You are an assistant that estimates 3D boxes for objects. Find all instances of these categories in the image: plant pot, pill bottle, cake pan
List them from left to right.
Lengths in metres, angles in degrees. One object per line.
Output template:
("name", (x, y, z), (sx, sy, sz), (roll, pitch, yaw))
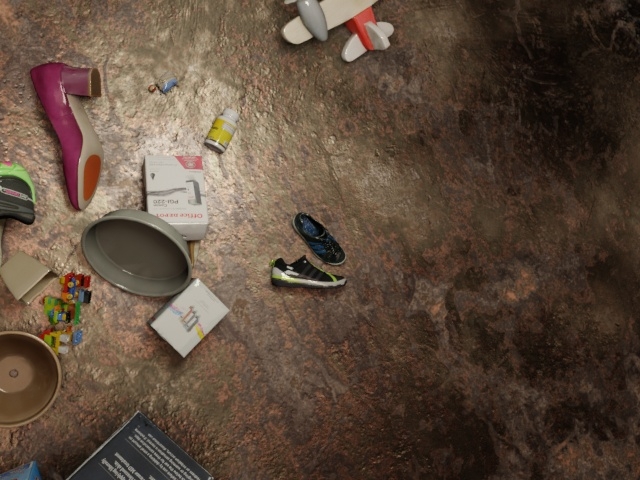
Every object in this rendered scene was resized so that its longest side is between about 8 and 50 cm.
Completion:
("plant pot", (-0.770, 0.340, 1.739), (0.237, 0.109, 0.238), (1, 86, -18))
("plant pot", (-0.748, 0.089, 1.765), (0.096, 0.109, 0.109), (43, 75, 1))
("cake pan", (-0.464, 0.031, 1.789), (0.293, 0.293, 0.054), (30, 43, -15))
("pill bottle", (-0.274, -0.310, 1.958), (0.065, 0.065, 0.116), (29, 78, -15))

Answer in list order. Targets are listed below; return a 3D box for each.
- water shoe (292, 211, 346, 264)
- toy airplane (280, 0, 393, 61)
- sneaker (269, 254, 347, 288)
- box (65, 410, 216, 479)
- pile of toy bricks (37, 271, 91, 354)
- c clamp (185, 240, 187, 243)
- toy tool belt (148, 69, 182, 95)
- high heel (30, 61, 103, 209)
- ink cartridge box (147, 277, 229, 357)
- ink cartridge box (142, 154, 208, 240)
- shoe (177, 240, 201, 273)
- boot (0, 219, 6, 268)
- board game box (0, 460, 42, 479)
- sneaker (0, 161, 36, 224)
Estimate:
("water shoe", (0.000, 0.000, 2.027), (0.203, 0.080, 0.073), (42, 76, -12))
("toy airplane", (0.091, -0.713, 1.989), (0.384, 0.272, 0.387), (11, 84, -18))
("sneaker", (-0.032, 0.089, 2.011), (0.234, 0.084, 0.097), (4, 85, -18))
("box", (-0.428, 0.745, 1.587), (0.471, 0.297, 0.480), (-42, 140, -25))
("pile of toy bricks", (-0.671, 0.175, 1.796), (0.105, 0.118, 0.213), (12, 101, 10))
("c clamp", (-0.418, -0.015, 1.884), (0.160, 0.022, 0.137), (39, 87, 19))
("toy tool belt", (-0.427, -0.425, 1.919), (0.083, 0.052, 0.051), (-43, 92, -15))
("high heel", (-0.673, -0.272, 1.824), (0.181, 0.127, 0.378), (4, 90, 10))
("ink cartridge box", (-0.358, 0.205, 1.873), (0.176, 0.128, 0.127), (-45, 101, -14))
("ink cartridge box", (-0.388, -0.114, 1.855), (0.158, 0.092, 0.218), (-2, 64, -18))
("shoe", (-0.367, -0.009, 1.919), (0.076, 0.058, 0.219), (2, 74, 6))
("boot", (-0.899, -0.008, 1.729), (0.213, 0.077, 0.165), (7, 86, -23))
("board game box", (-0.811, 0.646, 1.610), (0.308, 0.302, 0.086), (-19, 94, -18))
("sneaker", (-0.890, -0.025, 1.597), (0.482, 0.185, 0.202), (-25, 99, -20))
